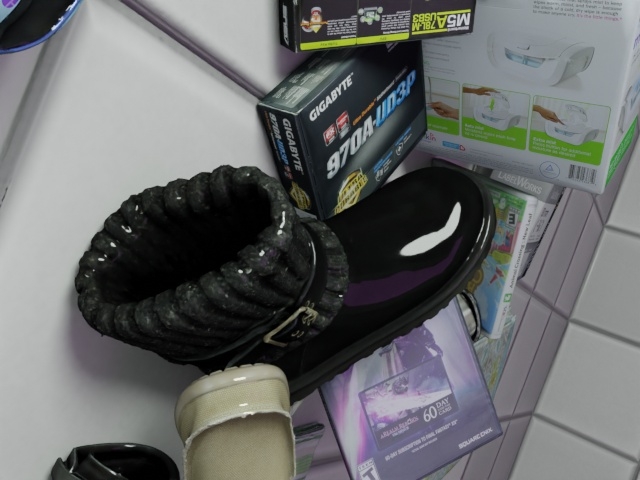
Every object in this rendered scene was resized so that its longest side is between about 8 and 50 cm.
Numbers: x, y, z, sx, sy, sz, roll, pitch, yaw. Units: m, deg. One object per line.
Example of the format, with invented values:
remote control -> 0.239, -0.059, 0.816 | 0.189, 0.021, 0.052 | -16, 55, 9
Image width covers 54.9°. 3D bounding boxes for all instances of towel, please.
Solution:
towel -> -0.045, 0.324, 0.825 | 0.113, 0.023, 0.152 | 11, 98, -58
towel -> 0.267, 0.317, 1.252 | 0.320, 0.090, 0.375 | -13, 118, -51

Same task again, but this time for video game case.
video game case -> 0.200, 0.003, 0.857 | 0.023, 0.212, 0.193 | 1, 109, -25
video game case -> 0.087, 0.139, 0.713 | 0.196, 0.026, 0.274 | -21, 95, -18

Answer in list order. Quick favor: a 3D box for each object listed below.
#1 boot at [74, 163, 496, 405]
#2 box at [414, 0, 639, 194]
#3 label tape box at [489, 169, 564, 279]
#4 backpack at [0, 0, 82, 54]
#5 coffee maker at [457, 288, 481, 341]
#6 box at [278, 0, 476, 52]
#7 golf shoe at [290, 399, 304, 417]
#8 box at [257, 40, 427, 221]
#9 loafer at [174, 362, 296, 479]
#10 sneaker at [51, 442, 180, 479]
boot -> 0.002, 0.003, 0.529 | 0.348, 0.131, 0.260 | -40, 144, -7
box -> 0.223, -0.204, 0.704 | 0.127, 0.261, 0.231 | -45, 141, -35
label tape box -> 0.368, -0.094, 1.091 | 0.240, 0.105, 0.334 | -5, 119, -64
backpack -> -0.160, -0.176, 0.260 | 0.158, 0.116, 0.173 | 33, 79, -59
coffee maker -> 0.094, 0.116, 0.819 | 0.178, 0.171, 0.120 | -30, 109, -19
box -> 0.055, -0.267, 0.536 | 0.190, 0.045, 0.184 | -13, 125, -20
golf shoe -> -0.068, 0.207, 0.684 | 0.176, 0.069, 0.086 | -38, 144, -39
box -> 0.037, -0.129, 0.659 | 0.220, 0.051, 0.175 | -49, 144, -30
loafer -> -0.066, 0.204, 0.528 | 0.101, 0.092, 0.269 | -11, 137, -18
sneaker -> -0.214, 0.241, 0.445 | 0.295, 0.104, 0.147 | -10, 115, -62
